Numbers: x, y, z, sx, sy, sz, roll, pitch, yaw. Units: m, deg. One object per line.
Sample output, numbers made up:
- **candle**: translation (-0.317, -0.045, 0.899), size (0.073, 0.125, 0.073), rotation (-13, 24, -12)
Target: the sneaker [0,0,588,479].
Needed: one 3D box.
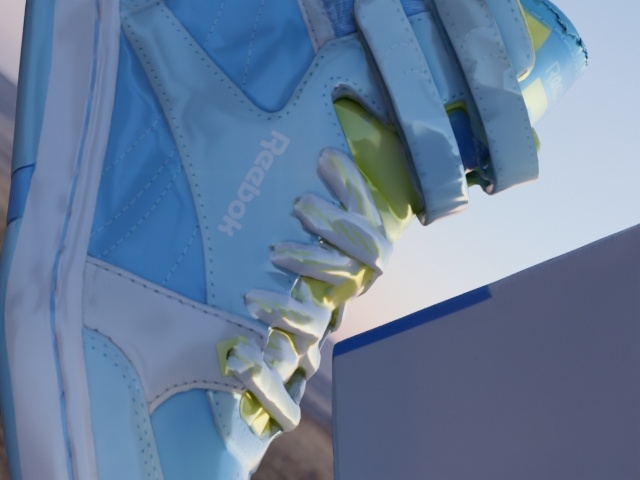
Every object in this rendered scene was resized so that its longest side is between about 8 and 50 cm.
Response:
- **sneaker**: translation (0.000, 0.000, 0.521), size (0.127, 0.208, 0.318), rotation (72, 13, -67)

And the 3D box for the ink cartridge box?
- **ink cartridge box**: translation (0.119, 0.070, 0.471), size (0.191, 0.082, 0.140), rotation (15, -28, -39)
